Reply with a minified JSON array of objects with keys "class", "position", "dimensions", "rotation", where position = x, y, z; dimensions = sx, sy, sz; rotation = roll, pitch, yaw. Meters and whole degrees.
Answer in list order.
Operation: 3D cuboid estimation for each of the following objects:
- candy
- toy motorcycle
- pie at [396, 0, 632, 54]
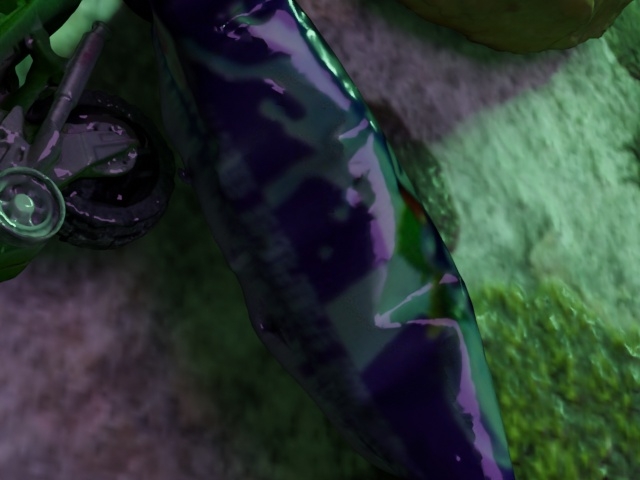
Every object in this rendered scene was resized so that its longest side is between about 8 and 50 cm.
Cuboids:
[{"class":"candy","position":[0.000,0.000,0.447],"dimensions":[0.070,0.145,0.275],"rotation":[-30,92,-2]},{"class":"toy motorcycle","position":[-0.134,-0.027,0.386],"dimensions":[0.190,0.074,0.106],"rotation":[-21,78,-42]},{"class":"pie","position":[0.082,-0.248,0.639],"dimensions":[0.339,0.083,0.339],"rotation":[15,65,-37]}]
